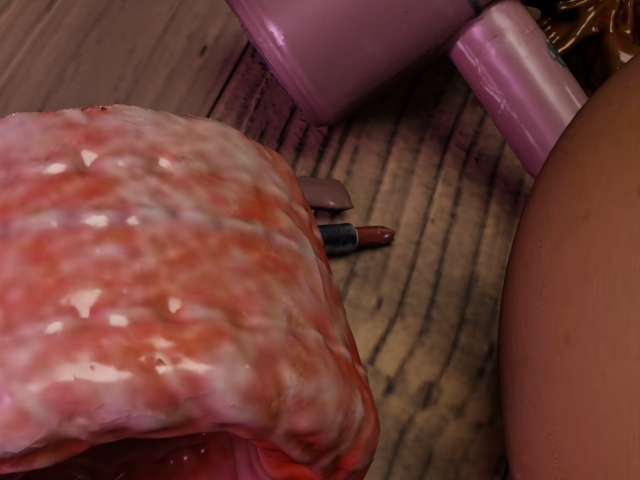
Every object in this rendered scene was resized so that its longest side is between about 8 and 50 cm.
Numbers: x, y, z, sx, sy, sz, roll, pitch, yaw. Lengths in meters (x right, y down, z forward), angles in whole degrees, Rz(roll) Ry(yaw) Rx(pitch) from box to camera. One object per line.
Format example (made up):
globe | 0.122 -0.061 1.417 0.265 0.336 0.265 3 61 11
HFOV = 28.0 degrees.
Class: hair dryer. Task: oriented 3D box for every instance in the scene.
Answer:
hair dryer | 0.115 -0.079 0.816 0.210 0.125 0.352 -34 88 4

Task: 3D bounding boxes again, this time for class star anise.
star anise | 0.195 -0.171 0.930 0.212 0.111 0.196 31 63 -26

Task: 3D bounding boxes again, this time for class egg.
egg | 0.238 0.054 0.632 0.301 0.301 0.374 16 68 -5

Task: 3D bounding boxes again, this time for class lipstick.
lipstick | 0.000 0.000 0.789 0.107 0.025 0.025 -4 55 -28

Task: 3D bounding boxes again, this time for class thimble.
thimble | -0.099 0.061 0.576 0.239 0.239 0.162 -5 57 -21

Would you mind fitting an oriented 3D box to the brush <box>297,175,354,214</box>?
brush | -0.117 -0.028 0.752 0.301 0.071 0.084 -1 50 -25
